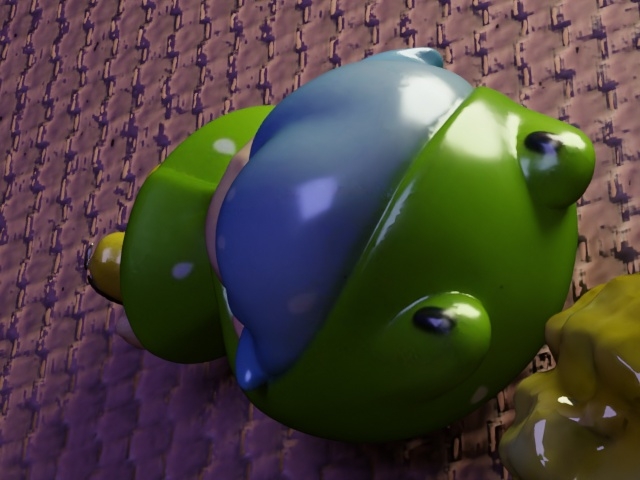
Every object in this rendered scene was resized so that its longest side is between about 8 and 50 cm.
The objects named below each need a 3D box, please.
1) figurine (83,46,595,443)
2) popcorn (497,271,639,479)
[{"bbox_3d":[0.000,0.000,0.801,0.162,0.143,0.263,-52,27,-23],"label":"figurine"},{"bbox_3d":[0.161,0.117,0.544,0.266,0.233,0.192,42,109,16],"label":"popcorn"}]
